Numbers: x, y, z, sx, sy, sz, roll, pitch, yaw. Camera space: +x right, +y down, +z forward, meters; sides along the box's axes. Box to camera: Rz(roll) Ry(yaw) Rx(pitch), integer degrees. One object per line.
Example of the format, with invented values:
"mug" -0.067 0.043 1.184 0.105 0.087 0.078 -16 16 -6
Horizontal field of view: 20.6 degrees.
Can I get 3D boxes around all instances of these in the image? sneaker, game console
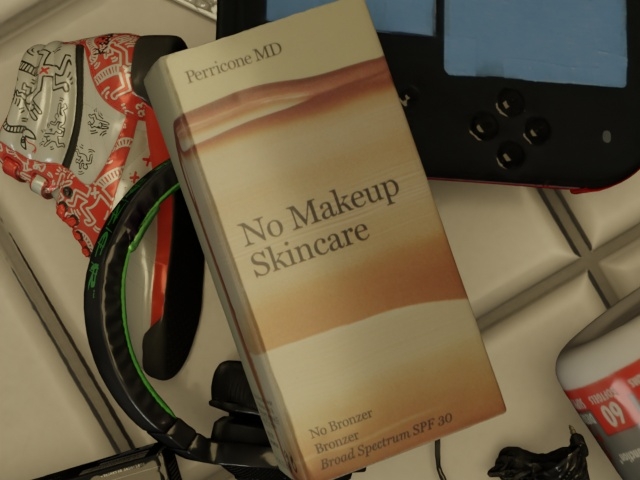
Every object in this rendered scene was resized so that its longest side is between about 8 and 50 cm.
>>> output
"sneaker" -0.174 -0.027 1.381 0.145 0.090 0.270 1 98 15
"game console" 0.093 -0.230 1.335 0.342 0.060 0.386 5 77 -16

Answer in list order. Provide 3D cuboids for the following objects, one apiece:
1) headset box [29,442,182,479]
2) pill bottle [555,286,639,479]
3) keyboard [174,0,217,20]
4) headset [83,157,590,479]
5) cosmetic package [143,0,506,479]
"headset box" -0.193 0.324 1.341 0.246 0.131 0.283 -17 88 -1
"pill bottle" 0.355 0.185 1.311 0.210 0.210 0.363 -34 88 -2
"keyboard" -0.124 -0.235 1.419 0.256 0.014 0.072 25 88 0
"headset" 0.017 0.086 1.309 0.394 0.185 0.243 34 75 -18
"cosmetic package" 0.000 0.000 1.192 0.153 0.129 0.296 -21 91 -10
